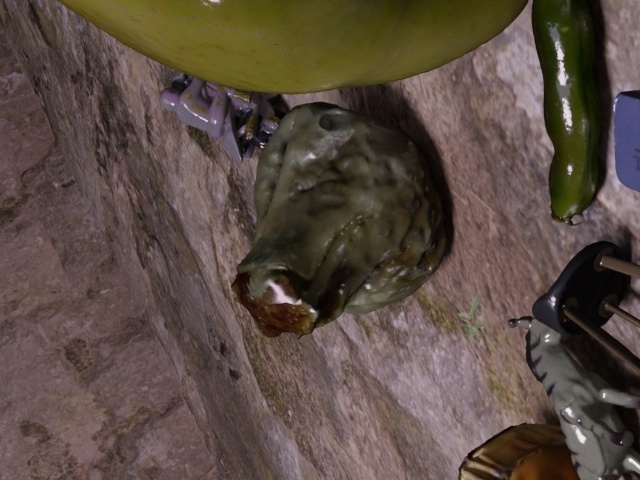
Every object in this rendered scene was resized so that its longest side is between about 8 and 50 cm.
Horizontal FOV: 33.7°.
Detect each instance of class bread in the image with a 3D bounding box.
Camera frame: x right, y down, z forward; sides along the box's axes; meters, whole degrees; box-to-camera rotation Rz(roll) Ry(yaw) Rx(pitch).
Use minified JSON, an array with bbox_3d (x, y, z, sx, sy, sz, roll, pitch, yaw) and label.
[{"bbox_3d":[0.240,0.320,1.115,0.107,0.136,0.241,10,121,61],"label":"bread"}]

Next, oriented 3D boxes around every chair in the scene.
[{"bbox_3d":[0.277,0.066,0.869,0.222,0.104,0.095,29,111,50],"label":"chair"}]

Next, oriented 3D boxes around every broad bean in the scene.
[{"bbox_3d":[0.210,-0.116,0.896,0.065,0.047,0.254,-125,21,-59],"label":"broad bean"}]

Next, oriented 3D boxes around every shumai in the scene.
[{"bbox_3d":[0.004,-0.027,1.167,0.225,0.222,0.260,-9,93,35],"label":"shumai"}]

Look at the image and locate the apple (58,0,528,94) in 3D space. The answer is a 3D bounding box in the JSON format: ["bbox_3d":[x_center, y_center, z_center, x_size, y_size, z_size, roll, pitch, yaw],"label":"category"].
[{"bbox_3d":[-0.036,-0.324,0.756,0.473,0.474,0.473,48,151,39],"label":"apple"}]

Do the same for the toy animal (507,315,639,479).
[{"bbox_3d":[0.263,0.174,1.020,0.176,0.073,0.216,30,142,64],"label":"toy animal"}]

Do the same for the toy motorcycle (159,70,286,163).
[{"bbox_3d":[-0.143,-0.198,1.470,0.225,0.152,0.073,58,158,23],"label":"toy motorcycle"}]

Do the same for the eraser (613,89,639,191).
[{"bbox_3d":[0.304,-0.052,0.760,0.225,0.036,0.081,33,137,55],"label":"eraser"}]
